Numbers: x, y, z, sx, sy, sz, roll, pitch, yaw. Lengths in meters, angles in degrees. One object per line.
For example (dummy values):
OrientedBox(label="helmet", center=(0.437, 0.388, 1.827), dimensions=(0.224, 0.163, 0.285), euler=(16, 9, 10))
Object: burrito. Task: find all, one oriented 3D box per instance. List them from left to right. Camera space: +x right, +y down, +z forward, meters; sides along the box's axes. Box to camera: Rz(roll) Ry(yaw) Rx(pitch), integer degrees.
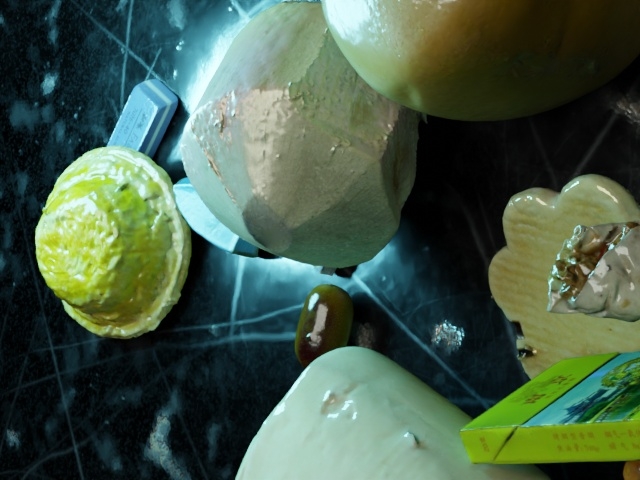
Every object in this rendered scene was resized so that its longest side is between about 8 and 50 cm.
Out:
OrientedBox(label="burrito", center=(0.412, 0.030, 1.169), dimensions=(0.391, 0.076, 0.117), euler=(3, 102, 2))

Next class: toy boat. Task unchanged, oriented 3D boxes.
OrientedBox(label="toy boat", center=(-0.150, -0.043, 1.853), dimensions=(0.185, 0.077, 0.075), euler=(35, 108, 30))

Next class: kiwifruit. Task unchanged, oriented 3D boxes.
OrientedBox(label="kiwifruit", center=(0.005, 0.118, 1.680), dimensions=(0.075, 0.075, 0.125), euler=(19, 102, 42))

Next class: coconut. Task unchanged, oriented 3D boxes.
OrientedBox(label="coconut", center=(-0.018, -0.118, 1.558), dimensions=(0.297, 0.297, 0.310), euler=(-26, 35, 38))

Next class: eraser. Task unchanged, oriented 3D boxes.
OrientedBox(label="eraser", center=(-0.305, -0.153, 2.020), dimensions=(0.082, 0.036, 0.225), euler=(45, 115, 38))

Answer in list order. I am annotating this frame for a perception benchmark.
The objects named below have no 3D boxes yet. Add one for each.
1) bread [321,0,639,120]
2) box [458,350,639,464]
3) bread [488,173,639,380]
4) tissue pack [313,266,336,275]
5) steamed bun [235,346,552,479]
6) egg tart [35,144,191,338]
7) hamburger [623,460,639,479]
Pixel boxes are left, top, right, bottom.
OrientedBox(label="bread", center=(0.197, -0.279, 1.340), dimensions=(0.348, 0.376, 0.253), euler=(-41, 61, 30))
OrientedBox(label="box", center=(0.313, 0.155, 1.199), dimensions=(0.335, 0.187, 0.047), euler=(-15, 99, 50))
OrientedBox(label="bread", center=(0.309, 0.069, 1.340), dimensions=(0.316, 0.054, 0.316), euler=(28, 132, 36))
OrientedBox(label="tissue pack", center=(0.000, 0.000, 1.723), dimensions=(0.083, 0.035, 0.063), euler=(48, 117, 37))
OrientedBox(label="steamed bun", center=(0.073, 0.388, 1.446), dimensions=(0.371, 0.289, 0.456), euler=(35, 108, 45))
OrientedBox(label="egg tart", center=(-0.345, 0.008, 1.949), dimensions=(0.318, 0.128, 0.319), euler=(6, 101, 33))
OrientedBox(label="hamburger", center=(0.422, 0.276, 1.170), dimensions=(0.276, 0.236, 0.277), euler=(-8, 79, 44))
